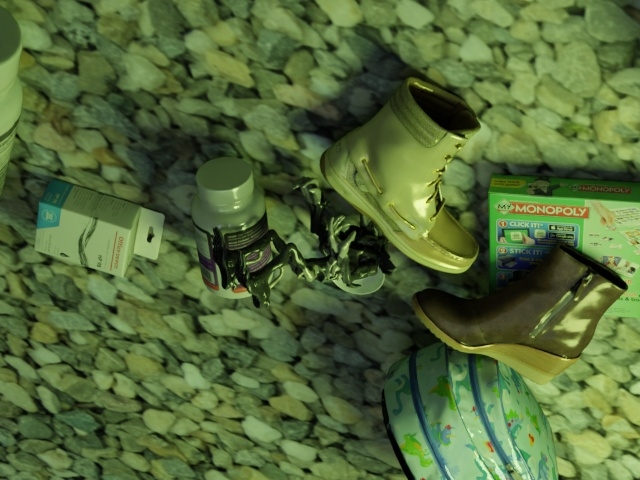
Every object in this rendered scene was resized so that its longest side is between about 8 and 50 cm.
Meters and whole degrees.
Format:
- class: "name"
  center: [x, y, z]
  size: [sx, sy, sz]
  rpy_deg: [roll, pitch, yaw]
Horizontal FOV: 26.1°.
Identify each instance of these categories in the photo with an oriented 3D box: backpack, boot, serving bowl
- class: "backpack"
  center: [0.232, 0.309, 2.081]
  size: [0.273, 0.290, 0.355]
  rpy_deg: [-37, 107, 28]
- class: "boot"
  center: [0.275, 0.077, 1.930]
  size: [0.248, 0.090, 0.207]
  rpy_deg: [27, 120, -7]
- class: "serving bowl"
  center: [0.056, 0.040, 2.039]
  size: [0.083, 0.027, 0.083]
  rpy_deg: [8, 131, 9]
- class: "boot"
  center: [0.155, -0.085, 1.858]
  size: [0.262, 0.095, 0.203]
  rpy_deg: [40, 128, -11]

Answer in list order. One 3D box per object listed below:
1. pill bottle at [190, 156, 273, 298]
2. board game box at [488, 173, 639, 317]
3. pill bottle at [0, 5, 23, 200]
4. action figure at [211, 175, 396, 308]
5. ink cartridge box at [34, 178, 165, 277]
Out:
- class: "pill bottle"
  center: [-0.128, -0.020, 1.983]
  size: [0.108, 0.108, 0.194]
  rpy_deg: [5, 132, 11]
- class: "board game box"
  center: [0.392, 0.013, 1.908]
  size: [0.317, 0.046, 0.214]
  rpy_deg: [5, 130, 12]
- class: "pill bottle"
  center: [-0.525, -0.155, 1.912]
  size: [0.204, 0.204, 0.361]
  rpy_deg: [21, 132, -3]
- class: "action figure"
  center: [0.000, 0.000, 1.905]
  size: [0.275, 0.164, 0.141]
  rpy_deg: [-14, 120, -25]
- class: "ink cartridge box"
  center: [-0.333, -0.013, 2.079]
  size: [0.180, 0.060, 0.104]
  rpy_deg: [17, 132, 1]
